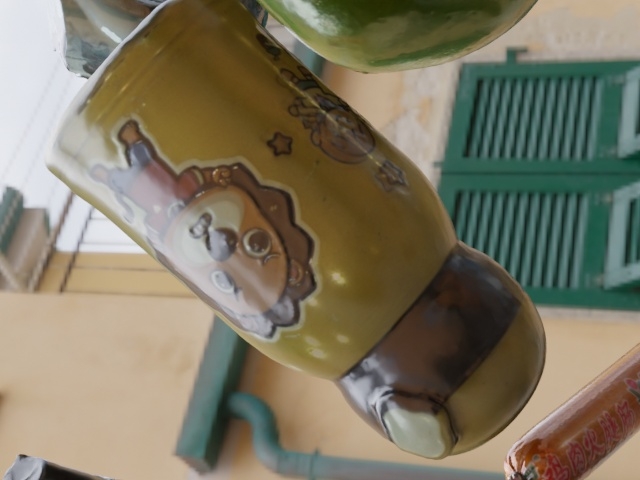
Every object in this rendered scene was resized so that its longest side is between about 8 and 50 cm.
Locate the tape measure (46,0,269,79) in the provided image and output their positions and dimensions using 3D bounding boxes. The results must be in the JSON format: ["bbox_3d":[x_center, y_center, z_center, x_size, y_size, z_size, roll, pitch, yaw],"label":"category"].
[{"bbox_3d":[-0.189,-0.271,1.352,0.147,0.256,0.275,112,171,-51],"label":"tape measure"}]

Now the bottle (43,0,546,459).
[{"bbox_3d":[0.000,0.000,0.785,0.171,0.351,0.171,-49,1,1],"label":"bottle"}]

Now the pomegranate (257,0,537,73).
[{"bbox_3d":[0.035,-0.264,0.841,0.310,0.216,0.358,66,168,-13],"label":"pomegranate"}]

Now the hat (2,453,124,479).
[{"bbox_3d":[-0.211,0.351,0.712,0.382,0.257,0.366,-59,-17,-44],"label":"hat"}]

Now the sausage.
[{"bbox_3d":[0.246,0.120,0.926,0.347,0.053,0.053,-26,-63,-43],"label":"sausage"}]
